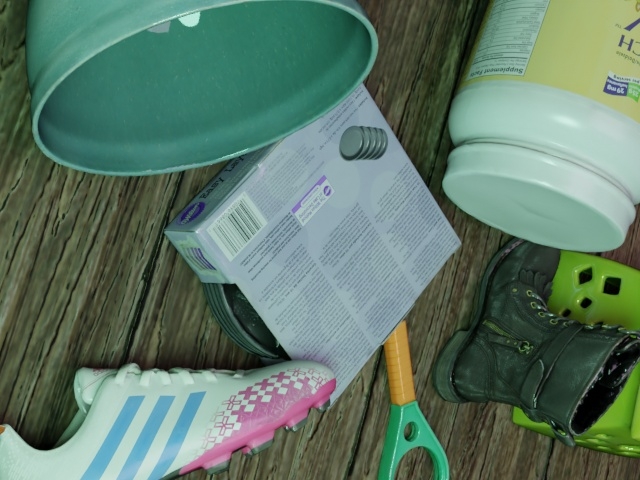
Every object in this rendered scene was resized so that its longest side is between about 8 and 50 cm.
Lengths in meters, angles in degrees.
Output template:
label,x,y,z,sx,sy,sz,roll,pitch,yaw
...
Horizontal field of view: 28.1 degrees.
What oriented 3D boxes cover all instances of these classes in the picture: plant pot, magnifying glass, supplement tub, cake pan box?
label,x,y,z,sx,sy,sz,roll,pitch,yaw
plant pot,0.394,0.147,1.527,0.228,0.207,0.227,20,80,-36
magnifying glass,0.095,0.201,1.408,0.092,0.026,0.231,-16,101,-37
supplement tub,0.281,-0.178,1.400,0.241,0.241,0.331,30,73,-35
plant pot,-0.120,-0.207,1.082,0.293,0.293,0.196,-4,69,-38
cake pan box,0.000,0.000,1.297,0.267,0.070,0.246,-50,118,-26

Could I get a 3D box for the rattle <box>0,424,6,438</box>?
label,x,y,z,sx,sy,sz,roll,pitch,yaw
rattle,-0.341,0.233,1.026,0.142,0.130,0.200,11,98,5

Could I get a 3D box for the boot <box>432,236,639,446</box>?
label,x,y,z,sx,sy,sz,roll,pitch,yaw
boot,0.263,0.103,1.405,0.091,0.229,0.263,46,65,-30

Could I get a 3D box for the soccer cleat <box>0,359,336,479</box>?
label,x,y,z,sx,sy,sz,roll,pitch,yaw
soccer cleat,-0.137,0.155,1.152,0.331,0.116,0.143,-24,81,-30
